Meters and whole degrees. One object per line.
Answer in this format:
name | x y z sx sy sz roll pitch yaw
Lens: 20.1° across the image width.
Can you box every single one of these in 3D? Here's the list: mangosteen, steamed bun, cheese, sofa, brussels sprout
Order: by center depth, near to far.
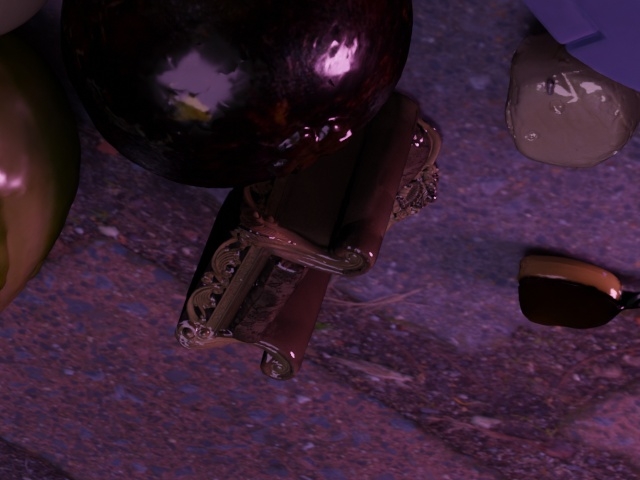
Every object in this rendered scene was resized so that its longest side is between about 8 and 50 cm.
mangosteen | -0.071 -0.182 1.375 0.288 0.288 0.288 12 145 8
steamed bun | 0.209 -0.122 1.475 0.113 0.090 0.130 4 145 15
sofa | 0.000 0.000 1.645 0.182 0.200 0.258 24 144 -6
brussels sprout | -0.377 -0.068 1.645 0.315 0.275 0.371 -1 142 30
cheese | 0.272 0.052 1.740 0.163 0.036 0.086 6 141 16

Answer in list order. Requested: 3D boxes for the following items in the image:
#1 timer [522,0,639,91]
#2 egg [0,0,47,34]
timer | 0.303 -0.244 1.191 0.395 0.173 0.395 11 144 8
egg | -0.284 -0.269 1.397 0.189 0.188 0.253 14 140 5
